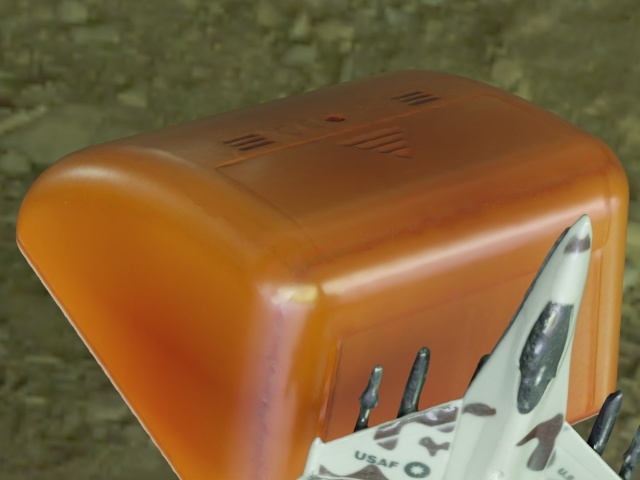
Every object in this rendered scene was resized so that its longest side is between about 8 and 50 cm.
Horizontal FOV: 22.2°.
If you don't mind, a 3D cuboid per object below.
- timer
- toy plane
[{"bbox_3d":[0.000,0.000,0.873,0.257,0.161,0.250,-17,35,-31],"label":"timer"},{"bbox_3d":[0.077,0.080,0.688,0.160,0.234,0.082,13,24,-2],"label":"toy plane"}]
